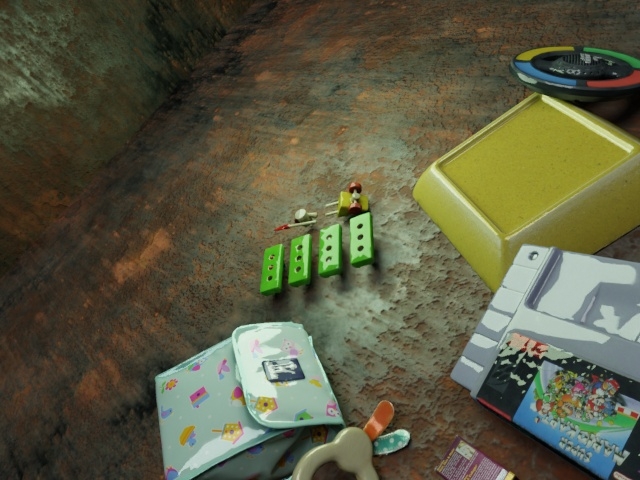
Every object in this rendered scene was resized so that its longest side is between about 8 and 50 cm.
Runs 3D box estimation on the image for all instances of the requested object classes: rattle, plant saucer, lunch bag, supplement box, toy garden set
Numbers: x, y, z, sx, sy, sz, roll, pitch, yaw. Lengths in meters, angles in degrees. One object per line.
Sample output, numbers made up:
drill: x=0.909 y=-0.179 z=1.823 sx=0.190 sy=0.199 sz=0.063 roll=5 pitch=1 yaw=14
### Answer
rattle: x=0.030 y=0.331 z=0.705 sx=0.130 sy=0.142 sz=0.199 roll=26 pitch=52 yaw=13
plant saucer: x=0.345 y=-0.110 z=0.815 sx=0.333 sy=0.081 sz=0.332 roll=-34 pitch=41 yaw=6
lunch bag: x=-0.108 y=0.261 z=0.776 sx=0.262 sy=0.160 sz=0.223 roll=-28 pitch=38 yaw=-3
supplement box: x=0.193 y=0.290 z=0.607 sx=0.083 sy=0.043 sz=0.055 roll=26 pitch=74 yaw=46
toy garden set: x=0.000 y=0.000 z=1.004 sx=0.244 sy=0.049 sz=0.203 roll=-19 pitch=47 yaw=24

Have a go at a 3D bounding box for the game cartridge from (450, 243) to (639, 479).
game cartridge: x=0.306 y=0.128 z=0.535 sx=0.230 sy=0.068 sz=0.355 roll=-55 pitch=21 yaw=-7

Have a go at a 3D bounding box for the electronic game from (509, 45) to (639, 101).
electronic game: x=0.449 y=-0.297 z=0.860 sx=0.229 sy=0.048 sz=0.229 roll=-1 pitch=37 yaw=1
